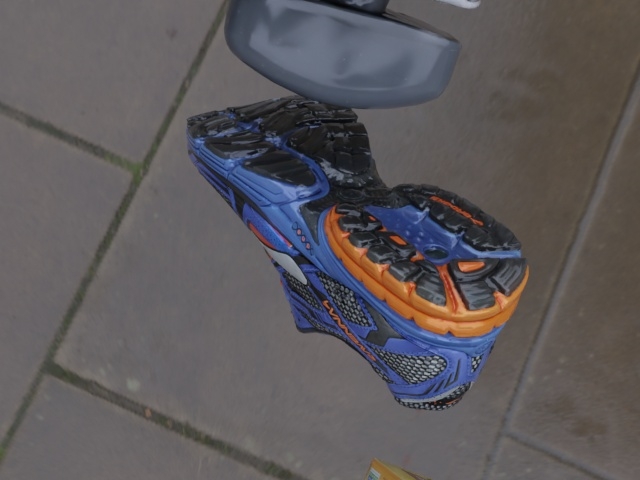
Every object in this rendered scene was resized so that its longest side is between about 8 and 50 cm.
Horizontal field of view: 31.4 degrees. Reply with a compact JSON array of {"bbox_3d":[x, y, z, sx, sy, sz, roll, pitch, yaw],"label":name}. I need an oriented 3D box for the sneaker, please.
[{"bbox_3d":[0.000,0.000,0.522,0.083,0.087,0.221,-13,37,-28],"label":"sneaker"}]

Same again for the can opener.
[{"bbox_3d":[-0.068,-0.122,0.448,0.280,0.074,0.093,17,109,-9],"label":"can opener"}]

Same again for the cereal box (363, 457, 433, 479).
[{"bbox_3d":[0.028,0.248,0.572,0.047,0.173,0.240,23,87,-19],"label":"cereal box"}]
